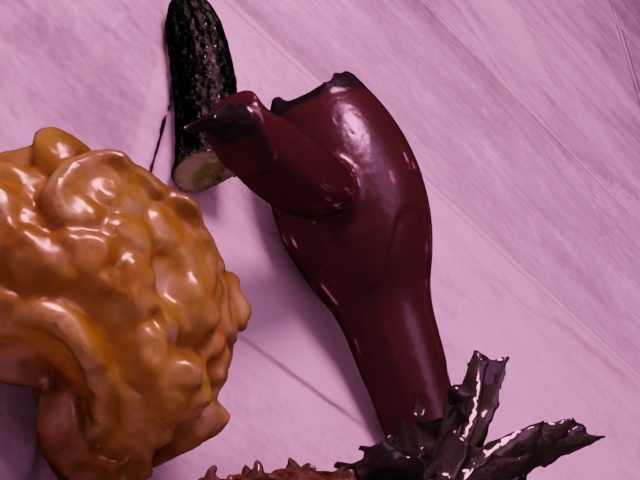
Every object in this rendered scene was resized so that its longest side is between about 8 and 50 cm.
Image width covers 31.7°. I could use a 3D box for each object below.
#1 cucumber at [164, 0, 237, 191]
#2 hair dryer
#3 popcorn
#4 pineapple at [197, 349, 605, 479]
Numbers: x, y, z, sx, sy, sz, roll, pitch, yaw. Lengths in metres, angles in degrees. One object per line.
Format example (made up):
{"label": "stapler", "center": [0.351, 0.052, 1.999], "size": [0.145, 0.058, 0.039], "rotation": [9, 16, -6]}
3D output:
{"label": "cucumber", "center": [-0.097, -0.128, 0.905], "size": [0.058, 0.052, 0.214], "rotation": [5, 48, -19]}
{"label": "hair dryer", "center": [0.000, 0.000, 0.789], "size": [0.340, 0.123, 0.312], "rotation": [25, 46, -67]}
{"label": "popcorn", "center": [-0.117, 0.032, 0.619], "size": [0.194, 0.140, 0.163], "rotation": [56, 34, -2]}
{"label": "pineapple", "center": [0.032, 0.174, 0.660], "size": [0.365, 0.165, 0.165], "rotation": [-13, 71, -56]}
